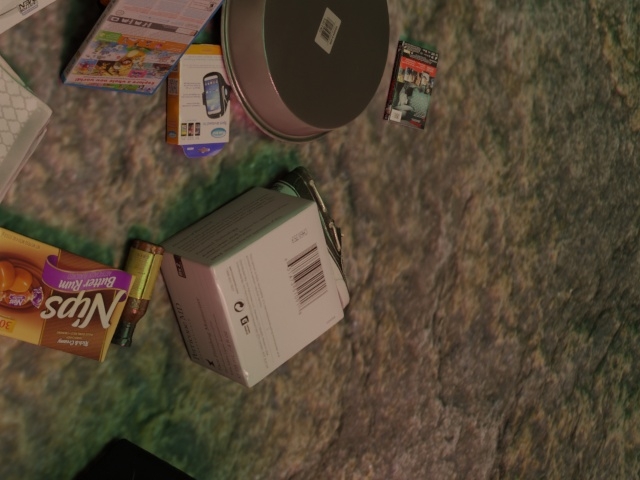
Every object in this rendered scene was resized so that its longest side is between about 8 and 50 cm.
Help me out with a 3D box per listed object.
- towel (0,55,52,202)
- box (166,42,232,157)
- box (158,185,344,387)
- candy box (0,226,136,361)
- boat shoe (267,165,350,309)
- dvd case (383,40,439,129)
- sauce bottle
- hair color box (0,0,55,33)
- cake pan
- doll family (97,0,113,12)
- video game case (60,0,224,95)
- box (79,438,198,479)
[{"bbox_3d":[-0.408,-0.103,0.874,0.317,0.053,0.332,53,45,-40],"label":"towel"},{"bbox_3d":[-0.148,-0.170,1.205,0.081,0.028,0.136,-9,109,-45],"label":"box"},{"bbox_3d":[-0.086,0.054,1.260,0.182,0.119,0.181,-34,123,-34],"label":"box"},{"bbox_3d":[-0.304,0.059,1.090,0.186,0.053,0.109,26,82,-44],"label":"candy box"},{"bbox_3d":[0.000,0.000,1.363,0.070,0.078,0.219,-43,126,-28],"label":"boat shoe"},{"bbox_3d":[0.137,-0.231,1.486,0.087,0.013,0.119,6,95,-46],"label":"dvd case"},{"bbox_3d":[-0.222,0.063,1.181,0.042,0.042,0.128,21,86,-46],"label":"sauce bottle"},{"bbox_3d":[-0.331,-0.296,0.968,0.093,0.053,0.167,-42,126,-29],"label":"hair color box"},{"bbox_3d":[-0.007,-0.270,1.281,0.293,0.054,0.293,-12,106,-48],"label":"cake pan"},{"bbox_3d":[-0.213,-0.342,1.027,0.163,0.118,0.263,-51,131,-23],"label":"doll family"},{"bbox_3d":[-0.192,-0.220,1.073,0.119,0.166,0.015,-1,57,-46],"label":"video game case"},{"bbox_3d":[-0.180,0.535,1.033,0.472,0.480,0.297,-44,129,-28],"label":"box"}]
